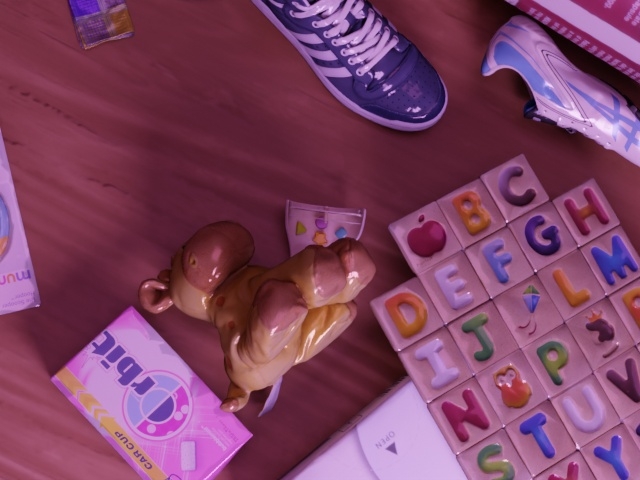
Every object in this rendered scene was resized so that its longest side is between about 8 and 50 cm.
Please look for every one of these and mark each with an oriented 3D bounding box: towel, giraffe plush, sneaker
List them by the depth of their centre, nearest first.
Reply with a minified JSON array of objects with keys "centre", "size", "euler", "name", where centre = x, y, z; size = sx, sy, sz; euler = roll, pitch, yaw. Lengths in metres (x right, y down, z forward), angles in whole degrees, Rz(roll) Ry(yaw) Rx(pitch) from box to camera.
[{"centre":[-0.075,0.049,1.353],"size":[0.170,0.181,0.210],"euler":[43,122,19],"name":"giraffe plush"},{"centre":[0.026,-0.229,1.407],"size":[0.282,0.153,0.099],"euler":[43,78,1],"name":"sneaker"},{"centre":[-0.235,-0.247,1.448],"size":[0.060,0.009,0.083],"euler":[-16,83,-9],"name":"towel"},{"centre":[0.276,-0.144,1.471],"size":[0.237,0.085,0.086],"euler":[38,104,-4],"name":"sneaker"}]

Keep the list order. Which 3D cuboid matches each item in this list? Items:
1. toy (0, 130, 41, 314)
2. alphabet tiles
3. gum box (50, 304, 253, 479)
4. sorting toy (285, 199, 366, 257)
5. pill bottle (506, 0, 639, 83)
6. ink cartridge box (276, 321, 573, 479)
[{"centre":[-0.375,-0.036,1.369],"size":[0.137,0.056,0.237],"euler":[-13,82,-9],"name":"toy"},{"centre":[0.220,0.095,1.369],"size":[0.285,0.011,0.342],"euler":[-27,84,-19],"name":"alphabet tiles"},{"centre":[-0.164,0.170,1.357],"size":[0.107,0.062,0.188],"euler":[-43,88,-12],"name":"gum box"},{"centre":[0.000,0.000,1.422],"size":[0.083,0.045,0.075],"euler":[7,86,-6],"name":"sorting toy"},{"centre":[0.362,-0.279,1.426],"size":[0.392,0.224,0.224],"euler":[31,78,-1],"name":"pill bottle"},{"centre":[0.157,0.323,1.359],"size":[0.308,0.091,0.385],"euler":[-38,85,-13],"name":"ink cartridge box"}]
